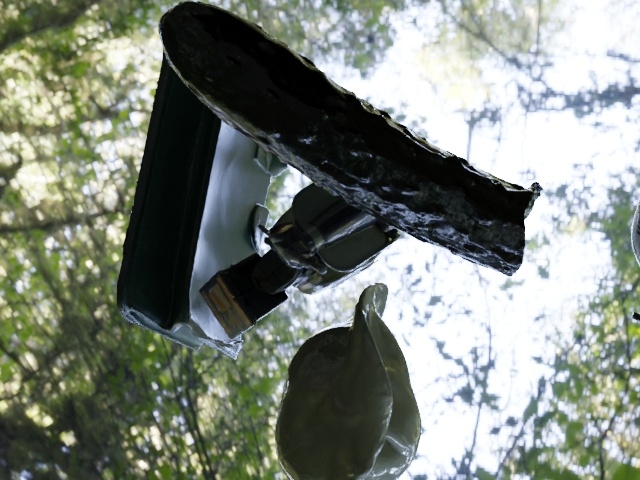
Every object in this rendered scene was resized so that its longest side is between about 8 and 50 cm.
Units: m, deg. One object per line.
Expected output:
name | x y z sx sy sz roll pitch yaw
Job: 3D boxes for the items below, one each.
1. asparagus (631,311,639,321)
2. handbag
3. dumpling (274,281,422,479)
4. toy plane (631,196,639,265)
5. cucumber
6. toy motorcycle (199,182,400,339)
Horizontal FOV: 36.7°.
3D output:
asparagus | 0.515 0.144 1.365 0.162 0.016 0.016 30 -166 7
handbag | -0.115 -0.046 1.061 0.089 0.238 0.327 4 -103 14
dumpling | 0.027 0.160 0.890 0.132 0.162 0.250 11 -93 -2
toy plane | 0.302 -0.062 0.743 0.101 0.255 0.251 14 -149 23
cucumber | 0.021 -0.066 0.667 0.303 0.072 0.081 26 -112 -16
toy motorcycle | 0.000 0.000 0.863 0.157 0.263 0.091 -33 -93 -31
